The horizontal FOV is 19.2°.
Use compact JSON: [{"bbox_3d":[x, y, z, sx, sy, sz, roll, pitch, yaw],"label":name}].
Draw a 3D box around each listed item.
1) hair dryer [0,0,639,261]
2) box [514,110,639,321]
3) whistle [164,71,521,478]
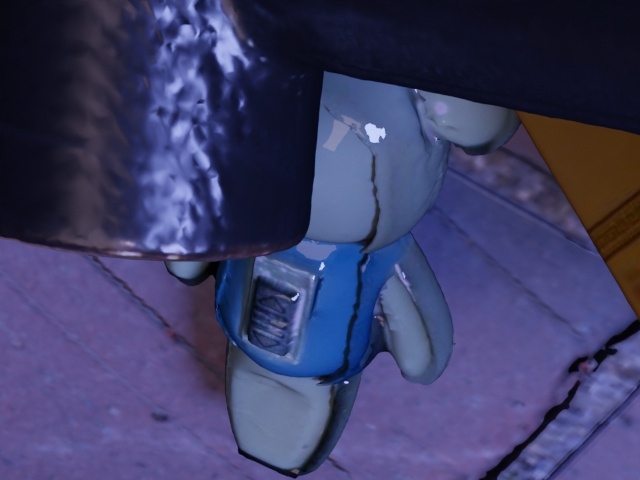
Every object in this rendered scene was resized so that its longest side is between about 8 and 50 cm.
[{"bbox_3d":[0.061,-0.073,0.440,0.352,0.107,0.189,12,103,30],"label":"hair dryer"},{"bbox_3d":[0.158,-0.020,0.467,0.174,0.076,0.274,-42,71,40],"label":"box"},{"bbox_3d":[0.000,0.000,0.640,0.114,0.077,0.235,21,140,11],"label":"whistle"}]
